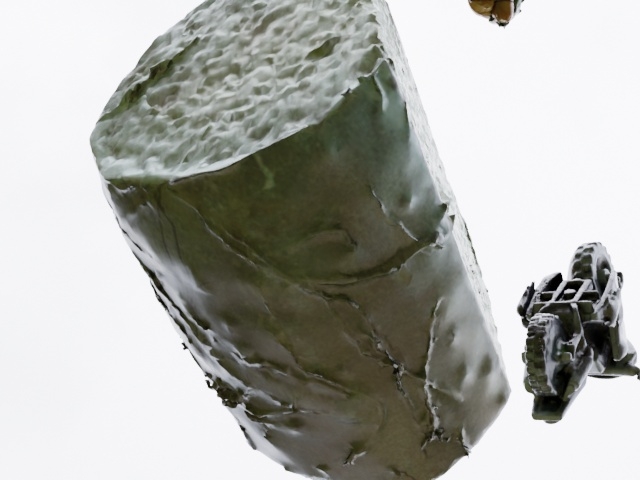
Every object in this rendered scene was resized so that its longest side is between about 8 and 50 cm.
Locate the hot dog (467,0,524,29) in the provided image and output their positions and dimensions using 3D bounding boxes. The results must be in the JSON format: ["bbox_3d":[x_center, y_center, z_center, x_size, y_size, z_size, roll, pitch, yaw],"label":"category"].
[{"bbox_3d":[0.124,-0.197,0.848,0.049,0.122,0.037,20,-25,-31],"label":"hot dog"}]

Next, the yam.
[{"bbox_3d":[-0.004,0.003,0.745,0.201,0.202,0.271,-24,-57,13],"label":"yam"}]

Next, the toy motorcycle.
[{"bbox_3d":[0.274,0.111,1.349,0.106,0.270,0.159,-3,-68,29],"label":"toy motorcycle"}]
